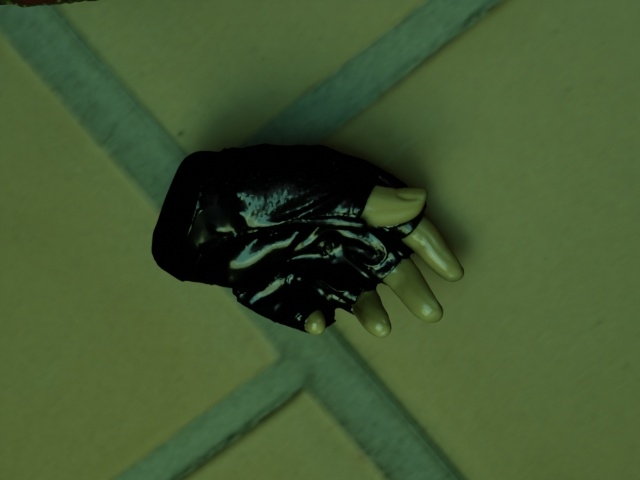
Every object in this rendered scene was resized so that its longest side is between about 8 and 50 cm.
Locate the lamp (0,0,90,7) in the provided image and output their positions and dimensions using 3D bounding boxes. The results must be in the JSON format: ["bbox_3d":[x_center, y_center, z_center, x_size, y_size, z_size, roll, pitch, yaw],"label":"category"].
[{"bbox_3d":[-0.121,-0.241,1.122,0.274,0.177,0.177,-6,109,14],"label":"lamp"}]

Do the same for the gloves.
[{"bbox_3d":[0.000,0.000,1.216,0.203,0.124,0.164,12,145,-19],"label":"gloves"}]
